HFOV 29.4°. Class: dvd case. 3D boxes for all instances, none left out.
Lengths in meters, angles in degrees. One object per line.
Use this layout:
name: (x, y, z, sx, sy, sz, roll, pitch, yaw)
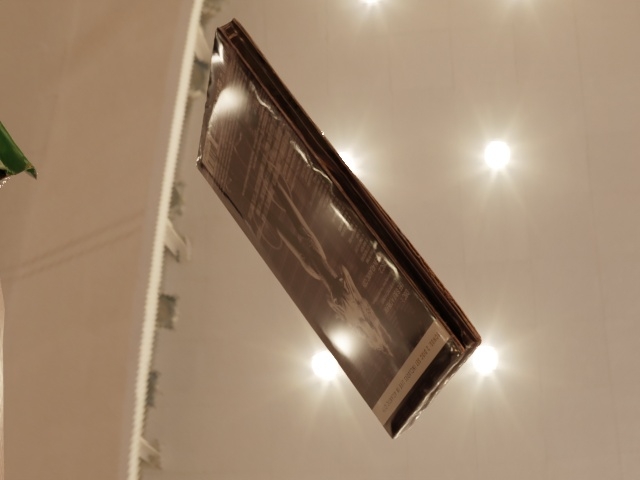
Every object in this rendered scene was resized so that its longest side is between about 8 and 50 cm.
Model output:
dvd case: (0.000, 0.000, 0.704, 0.018, 0.164, 0.221, -30, -106, -21)

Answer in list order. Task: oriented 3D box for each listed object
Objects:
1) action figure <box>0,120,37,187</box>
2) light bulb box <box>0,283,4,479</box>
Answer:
action figure: (-0.351, -0.147, 1.090, 0.063, 0.137, 0.232, -33, -99, 7)
light bulb box: (-0.283, 0.128, 0.369, 0.358, 0.225, 0.361, -4, -125, -8)
